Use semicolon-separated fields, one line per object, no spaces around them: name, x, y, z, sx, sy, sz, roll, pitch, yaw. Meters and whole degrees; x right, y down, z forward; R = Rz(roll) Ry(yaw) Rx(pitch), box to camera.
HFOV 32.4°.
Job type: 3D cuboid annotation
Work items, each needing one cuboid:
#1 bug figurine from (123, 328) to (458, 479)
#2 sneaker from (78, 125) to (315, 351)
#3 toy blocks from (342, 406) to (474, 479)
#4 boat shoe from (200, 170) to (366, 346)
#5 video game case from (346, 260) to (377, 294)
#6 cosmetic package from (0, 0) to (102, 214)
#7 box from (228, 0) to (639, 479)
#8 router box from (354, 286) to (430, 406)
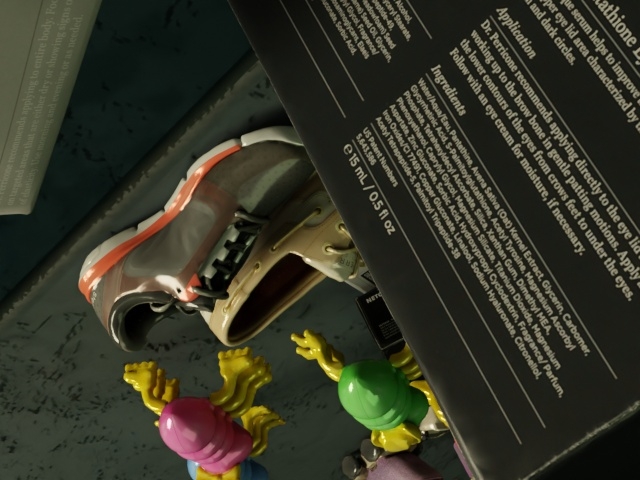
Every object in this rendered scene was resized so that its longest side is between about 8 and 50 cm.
bug figurine;0.003;0.125;0.710;0.279;0.072;0.216;-11;152;19
sneaker;-0.055;0.005;0.576;0.158;0.065;0.061;-38;148;19
toy blocks;0.249;0.228;0.969;0.308;0.260;0.288;3;139;-41
boat shoe;0.000;0.000;0.618;0.170;0.059;0.063;-38;148;19
video game case;0.131;-0.005;0.751;0.193;0.023;0.212;-35;148;14
cosmetic package;-0.193;-0.074;0.312;0.238;0.107;0.127;-1;142;-33
box;0.088;-0.071;0.374;0.184;0.261;0.103;-42;147;26
router box;0.124;0.039;0.742;0.178;0.046;0.133;-27;150;3
